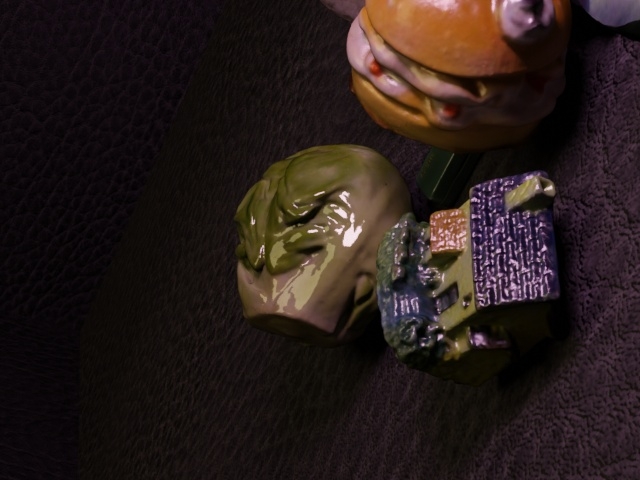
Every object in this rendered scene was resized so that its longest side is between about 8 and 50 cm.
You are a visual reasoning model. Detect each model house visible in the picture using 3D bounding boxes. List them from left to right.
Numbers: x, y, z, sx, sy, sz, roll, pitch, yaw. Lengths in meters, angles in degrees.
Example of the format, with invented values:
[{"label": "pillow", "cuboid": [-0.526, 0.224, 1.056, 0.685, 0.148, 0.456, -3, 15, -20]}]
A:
[{"label": "model house", "cuboid": [0.186, 0.033, 1.122, 0.211, 0.170, 0.193, -46, 29, 45]}]

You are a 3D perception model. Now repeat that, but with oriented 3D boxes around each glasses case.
[{"label": "glasses case", "cuboid": [0.201, -0.143, 1.412, 0.184, 0.039, 0.077, -63, 22, 18]}]

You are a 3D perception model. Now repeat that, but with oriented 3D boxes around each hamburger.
[{"label": "hamburger", "cuboid": [0.178, -0.263, 1.199, 0.236, 0.277, 0.276, 99, 173, -47]}]

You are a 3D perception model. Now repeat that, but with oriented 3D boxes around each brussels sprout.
[{"label": "brussels sprout", "cuboid": [0.000, 0.000, 1.506, 0.328, 0.247, 0.328, -54, 22, 35]}]

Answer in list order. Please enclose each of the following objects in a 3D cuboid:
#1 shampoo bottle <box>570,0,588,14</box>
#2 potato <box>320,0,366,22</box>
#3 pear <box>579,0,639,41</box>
[{"label": "shampoo bottle", "cuboid": [0.333, -0.333, 1.224, 0.098, 0.071, 0.309, -62, 25, 13]}, {"label": "potato", "cuboid": [0.180, -0.520, 1.476, 0.397, 0.290, 0.295, -33, 36, 32]}, {"label": "pear", "cuboid": [0.413, -0.345, 0.903, 0.399, 0.165, 0.398, -50, 29, 42]}]
